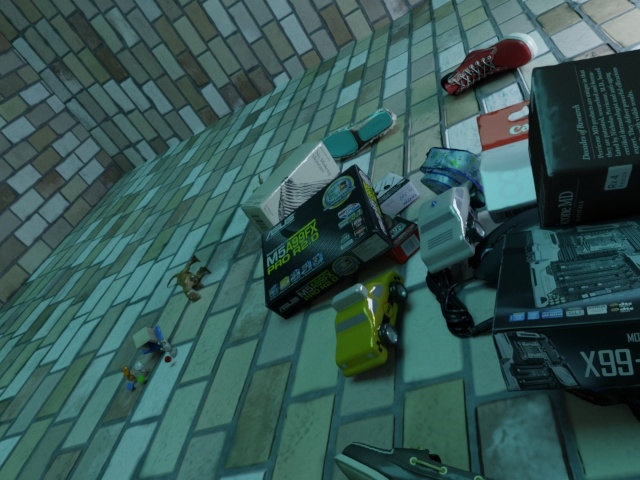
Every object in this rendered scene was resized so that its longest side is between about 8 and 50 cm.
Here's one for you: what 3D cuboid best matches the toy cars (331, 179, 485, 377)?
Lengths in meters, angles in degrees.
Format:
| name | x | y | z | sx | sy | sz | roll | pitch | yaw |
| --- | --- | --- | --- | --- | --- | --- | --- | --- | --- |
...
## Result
| name | x | y | z | sx | sy | sz | roll | pitch | yaw |
| --- | --- | --- | --- | --- | --- | --- | --- | --- | --- |
| toy cars | 0.134 | 0.034 | 0.815 | 0.393 | 0.087 | 0.176 | -48 | 18 | -10 |

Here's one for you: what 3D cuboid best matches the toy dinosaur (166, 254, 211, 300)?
| name | x | y | z | sx | sy | sz | roll | pitch | yaw |
| --- | --- | --- | --- | --- | --- | --- | --- | --- | --- |
| toy dinosaur | -0.359 | 0.095 | 1.354 | 0.112 | 0.064 | 0.211 | -44 | 28 | -14 |

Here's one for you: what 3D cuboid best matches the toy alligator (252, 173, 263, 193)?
| name | x | y | z | sx | sy | sz | roll | pitch | yaw |
| --- | --- | --- | --- | --- | --- | --- | --- | --- | --- |
| toy alligator | -0.158 | -0.122 | 1.424 | 0.051 | 0.189 | 0.056 | -7 | 61 | -21 |

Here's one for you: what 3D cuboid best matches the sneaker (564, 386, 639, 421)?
| name | x | y | z | sx | sy | sz | roll | pitch | yaw |
| --- | --- | --- | --- | --- | --- | --- | --- | --- | --- |
| sneaker | 0.331 | 0.133 | 0.500 | 0.087 | 0.083 | 0.221 | -38 | 29 | -16 |

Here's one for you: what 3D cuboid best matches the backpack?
| name | x | y | z | sx | sy | sz | roll | pitch | yaw |
| --- | --- | --- | --- | --- | --- | --- | --- | --- | --- |
| backpack | 0.256 | -0.121 | 0.966 | 0.114 | 0.105 | 0.084 | 15 | 78 | 56 |

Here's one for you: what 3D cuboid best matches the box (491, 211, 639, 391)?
| name | x | y | z | sx | sy | sz | roll | pitch | yaw |
| --- | --- | --- | --- | --- | --- | --- | --- | --- | --- |
| box | 0.346 | 0.045 | 0.518 | 0.307 | 0.076 | 0.242 | -11 | 19 | 27 |

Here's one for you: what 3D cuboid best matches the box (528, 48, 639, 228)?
| name | x | y | z | sx | sy | sz | roll | pitch | yaw |
| --- | --- | --- | --- | --- | --- | --- | --- | --- | --- |
| box | 0.377 | -0.116 | 0.634 | 0.203 | 0.168 | 0.167 | -6 | 61 | 19 |

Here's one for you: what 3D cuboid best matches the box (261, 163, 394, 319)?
| name | x | y | z | sx | sy | sz | roll | pitch | yaw |
| --- | --- | --- | --- | --- | --- | --- | --- | --- | --- |
| box | 0.000 | 0.000 | 1.015 | 0.270 | 0.060 | 0.216 | -36 | 38 | 21 |

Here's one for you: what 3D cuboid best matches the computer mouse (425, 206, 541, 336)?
| name | x | y | z | sx | sy | sz | roll | pitch | yaw |
| --- | --- | --- | --- | --- | --- | --- | --- | --- | --- |
| computer mouse | 0.275 | 0.033 | 0.740 | 0.262 | 0.060 | 0.184 | -27 | 27 | 17 |

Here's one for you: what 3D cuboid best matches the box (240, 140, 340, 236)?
| name | x | y | z | sx | sy | sz | roll | pitch | yaw |
| --- | --- | --- | --- | --- | --- | --- | --- | --- | --- |
| box | -0.075 | -0.138 | 1.355 | 0.094 | 0.113 | 0.275 | 3 | 46 | 49 |

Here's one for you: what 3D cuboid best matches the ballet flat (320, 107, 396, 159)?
| name | x | y | z | sx | sy | sz | roll | pitch | yaw |
| --- | --- | --- | --- | --- | --- | --- | --- | --- | --- |
| ballet flat | 0.108 | -0.294 | 1.452 | 0.241 | 0.091 | 0.077 | -22 | -1 | 16 |

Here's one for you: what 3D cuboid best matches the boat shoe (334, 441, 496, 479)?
| name | x | y | z | sx | sy | sz | roll | pitch | yaw |
| --- | --- | --- | --- | --- | --- | --- | --- | --- | --- |
| boat shoe | 0.115 | 0.262 | 0.541 | 0.228 | 0.081 | 0.068 | 8 | 46 | 44 |

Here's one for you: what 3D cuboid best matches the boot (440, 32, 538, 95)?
| name | x | y | z | sx | sy | sz | roll | pitch | yaw |
| --- | --- | --- | --- | --- | --- | --- | --- | --- | --- |
| boot | 0.418 | -0.436 | 1.305 | 0.176 | 0.088 | 0.244 | -41 | 19 | -10 |

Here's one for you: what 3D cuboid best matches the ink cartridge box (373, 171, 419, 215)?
| name | x | y | z | sx | sy | sz | roll | pitch | yaw |
| --- | --- | --- | --- | --- | --- | --- | --- | --- | --- |
| ink cartridge box | 0.103 | -0.060 | 1.097 | 0.207 | 0.046 | 0.097 | -39 | 27 | -5 |

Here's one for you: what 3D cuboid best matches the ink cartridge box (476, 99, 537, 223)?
| name | x | y | z | sx | sy | sz | roll | pitch | yaw |
| --- | --- | --- | --- | --- | --- | --- | --- | --- | --- |
| ink cartridge box | 0.356 | -0.155 | 0.838 | 0.189 | 0.066 | 0.232 | -14 | 64 | 25 |

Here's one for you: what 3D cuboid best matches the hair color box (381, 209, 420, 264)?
| name | x | y | z | sx | sy | sz | roll | pitch | yaw |
| --- | --- | --- | --- | --- | --- | --- | --- | --- | --- |
| hair color box | 0.135 | -0.010 | 0.985 | 0.072 | 0.043 | 0.141 | -41 | 27 | -9 |

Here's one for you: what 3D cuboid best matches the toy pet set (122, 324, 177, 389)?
| name | x | y | z | sx | sy | sz | roll | pitch | yaw |
| --- | --- | --- | --- | --- | --- | --- | --- | --- | --- |
| toy pet set | -0.380 | 0.258 | 1.147 | 0.122 | 0.065 | 0.114 | -34 | 62 | 8 |
